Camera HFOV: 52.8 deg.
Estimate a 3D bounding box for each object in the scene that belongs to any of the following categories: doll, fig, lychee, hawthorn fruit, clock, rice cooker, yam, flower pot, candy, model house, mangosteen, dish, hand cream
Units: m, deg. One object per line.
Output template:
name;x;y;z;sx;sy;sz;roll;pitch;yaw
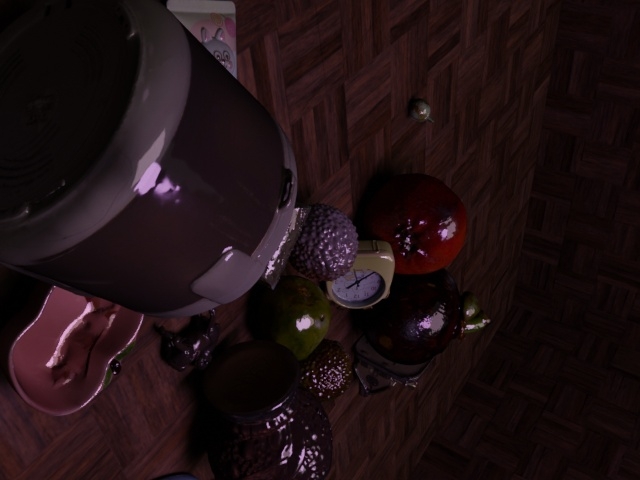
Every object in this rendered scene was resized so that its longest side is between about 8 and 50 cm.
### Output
doll;-0.233;0.189;1.193;0.139;0.057;0.165;-44;148;-43
fig;-0.051;0.183;1.383;0.167;0.167;0.233;-46;137;-36
lychee;0.000;0.000;1.363;0.197;0.165;0.165;-89;179;-56
hawthorn fruit;0.250;-0.057;1.683;0.307;0.266;0.265;-62;159;-57
clock;0.090;0.103;1.605;0.069;0.170;0.231;-97;-173;-49
rice cooker;-0.216;-0.082;0.755;0.325;0.335;0.335;38;75;-57
yam;-0.096;0.000;1.258;0.107;0.107;0.183;20;91;-62
flower pot;-0.117;0.359;1.302;0.266;0.267;0.267;-46;140;-37
candy;0.288;-0.345;1.768;0.202;0.061;0.061;-2;110;-69
model house;0.222;0.419;1.996;0.205;0.219;0.278;-40;145;-41
mangosteen;0.284;0.212;1.804;0.305;0.360;0.306;-62;-178;3
lychee;-0.008;0.325;1.583;0.171;0.171;0.171;-40;140;-43
dish;-0.356;0.125;0.892;0.213;0.091;0.213;-35;135;-45
hand cream;-0.177;-0.212;0.999;0.147;0.093;0.305;-25;120;-52

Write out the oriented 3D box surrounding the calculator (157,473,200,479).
calculator;-0.335;0.562;1.276;0.303;0.042;0.188;8;103;-65
